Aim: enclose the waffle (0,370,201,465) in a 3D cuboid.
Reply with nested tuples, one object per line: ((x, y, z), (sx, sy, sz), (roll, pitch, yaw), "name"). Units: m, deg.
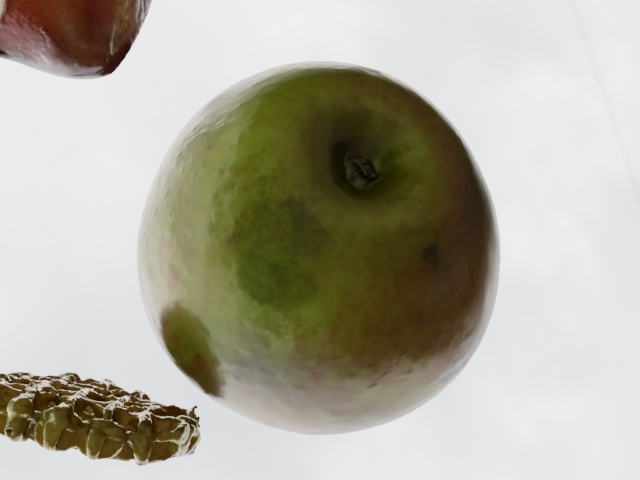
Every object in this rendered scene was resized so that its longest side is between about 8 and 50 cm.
((-0.213, 0.163, 1.485), (0.249, 0.253, 0.056), (9, -91, -56), "waffle")

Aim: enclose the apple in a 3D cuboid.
((0.000, 0.000, 1.444), (0.340, 0.339, 0.339), (21, -128, -29), "apple")

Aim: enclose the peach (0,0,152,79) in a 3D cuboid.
((-0.190, -0.228, 1.123), (0.159, 0.154, 0.267), (-6, -143, -35), "peach")
